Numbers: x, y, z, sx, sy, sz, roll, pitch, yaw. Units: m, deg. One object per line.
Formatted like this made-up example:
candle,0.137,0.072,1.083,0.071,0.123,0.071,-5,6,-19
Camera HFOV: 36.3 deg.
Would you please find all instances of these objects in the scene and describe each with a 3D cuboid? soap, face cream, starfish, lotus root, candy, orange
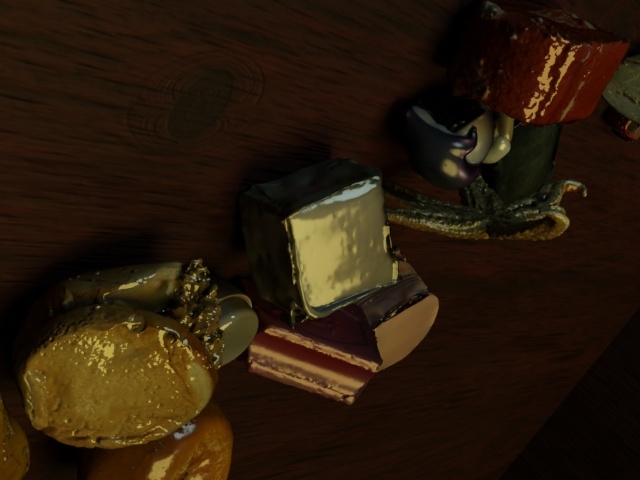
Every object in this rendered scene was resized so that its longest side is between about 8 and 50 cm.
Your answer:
soap,-0.040,0.141,1.455,0.250,0.162,0.099,22,117,-27
face cream,-0.151,0.107,1.329,0.117,0.104,0.117,-32,149,-23
starfish,0.251,-0.050,1.460,0.375,0.327,0.094,-14,113,-33
lotus root,0.610,-0.281,1.827,0.159,0.135,0.095,-55,153,-8
candy,0.000,0.000,1.307,0.195,0.137,0.184,-25,116,-32
orange,-0.252,0.306,1.376,0.249,0.183,0.248,-38,140,-42

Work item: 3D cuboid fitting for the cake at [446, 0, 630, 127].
cake,0.308,-0.262,1.397,0.283,0.177,0.150,-18,140,-50

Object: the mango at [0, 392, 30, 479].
mango,-0.401,0.219,1.088,0.156,0.151,0.248,8,133,-16

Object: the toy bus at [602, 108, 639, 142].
toy bus,0.649,-0.305,1.916,0.096,0.073,0.234,12,118,-47

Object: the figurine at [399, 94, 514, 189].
figurine,0.199,-0.145,1.445,0.222,0.145,0.145,-12,137,-48

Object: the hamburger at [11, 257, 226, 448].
hamburger,-0.242,0.134,1.176,0.286,0.146,0.243,-39,135,17

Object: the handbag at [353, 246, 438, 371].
handbag,0.101,0.123,1.677,0.205,0.116,0.179,-26,146,-31

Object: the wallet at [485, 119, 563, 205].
wallet,0.362,-0.137,1.765,0.172,0.045,0.318,-36,151,-13
